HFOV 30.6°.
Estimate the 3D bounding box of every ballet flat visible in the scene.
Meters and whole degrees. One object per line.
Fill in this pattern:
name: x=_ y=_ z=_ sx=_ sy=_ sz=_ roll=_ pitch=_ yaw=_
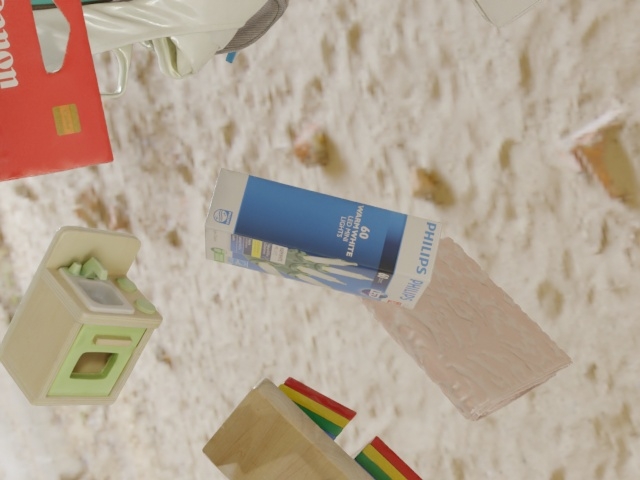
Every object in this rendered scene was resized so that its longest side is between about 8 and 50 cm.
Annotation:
ballet flat: x=-0.218 y=-0.238 z=1.361 sx=0.139 sy=0.400 sz=0.139 roll=46 pitch=143 yaw=49

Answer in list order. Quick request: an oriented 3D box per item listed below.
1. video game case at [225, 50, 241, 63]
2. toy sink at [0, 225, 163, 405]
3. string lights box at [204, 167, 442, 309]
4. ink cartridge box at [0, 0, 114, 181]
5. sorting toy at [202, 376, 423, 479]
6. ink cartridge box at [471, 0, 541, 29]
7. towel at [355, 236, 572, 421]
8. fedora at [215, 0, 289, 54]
video game case: x=-0.112 y=-0.386 z=1.997 sx=0.119 sy=0.015 sz=0.166 roll=-63 pitch=1 yaw=37
toy sink: x=-0.336 y=0.115 z=1.700 sx=0.131 sy=0.153 sz=0.234 roll=43 pitch=110 yaw=35
string lights box: x=0.000 y=0.000 z=1.363 sx=0.133 sy=0.260 sz=0.076 roll=104 pitch=180 yaw=-72
ink cartridge box: x=-0.357 y=-0.193 z=1.142 sx=0.066 sy=0.261 sz=0.296 roll=-163 pitch=61 yaw=-76
sorting toy: x=-0.005 y=0.294 z=1.517 sx=0.255 sy=0.089 sz=0.257 roll=43 pitch=146 yaw=4
ink cartridge box: x=0.293 y=-0.474 z=1.331 sx=0.395 sy=0.166 sz=0.285 roll=-33 pitch=92 yaw=37
towel: x=0.223 y=0.133 z=1.928 sx=0.332 sy=0.317 sz=0.053 roll=47 pitch=123 yaw=23
fedora: x=-0.136 y=-0.345 z=1.610 sx=0.243 sy=0.275 sz=0.124 roll=69 pitch=-168 yaw=-58
